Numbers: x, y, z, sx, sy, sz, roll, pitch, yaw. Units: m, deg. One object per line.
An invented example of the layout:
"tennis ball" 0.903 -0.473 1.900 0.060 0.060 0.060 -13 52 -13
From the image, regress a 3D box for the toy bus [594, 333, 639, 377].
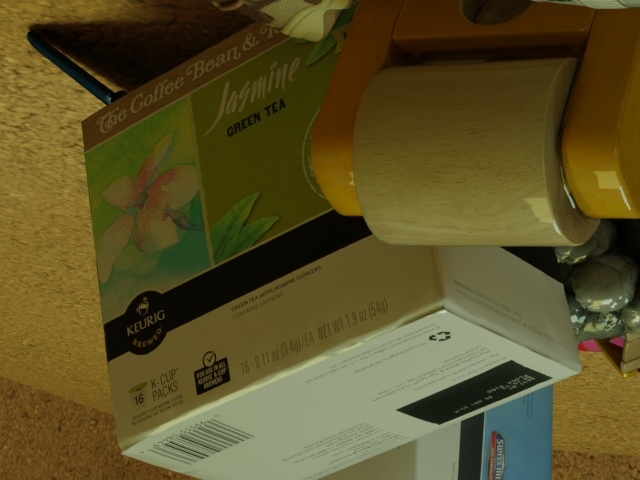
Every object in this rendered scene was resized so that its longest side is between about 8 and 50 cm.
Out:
"toy bus" 0.423 0.079 2.156 0.202 0.191 0.104 24 -157 -44

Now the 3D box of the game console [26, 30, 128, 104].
"game console" -0.098 -0.134 1.750 0.250 0.173 0.293 -27 148 17

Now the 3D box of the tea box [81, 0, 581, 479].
"tea box" 0.000 0.000 1.504 0.329 0.323 0.220 -26 148 28

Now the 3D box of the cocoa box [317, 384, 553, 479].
"cocoa box" 0.111 0.128 2.018 0.228 0.347 0.231 10 169 -43

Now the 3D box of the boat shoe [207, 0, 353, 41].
"boat shoe" -0.032 -0.225 1.249 0.123 0.123 0.342 10 172 -6

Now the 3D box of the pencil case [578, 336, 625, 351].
"pencil case" 0.314 0.097 2.320 0.236 0.104 0.104 1 164 26

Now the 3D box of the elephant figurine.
"elephant figurine" 0.267 0.030 1.608 0.186 0.169 0.239 9 159 4

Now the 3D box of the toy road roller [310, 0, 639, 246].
"toy road roller" 0.157 -0.097 1.209 0.203 0.329 0.240 0 142 29

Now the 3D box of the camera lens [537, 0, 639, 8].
"camera lens" 0.205 -0.225 0.882 0.274 0.219 0.219 3 164 24
